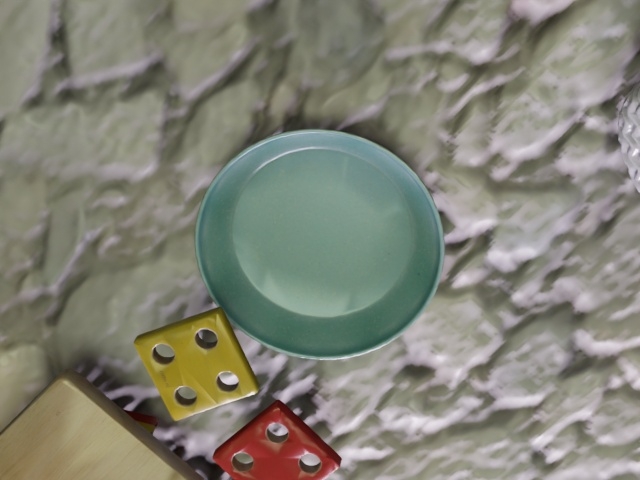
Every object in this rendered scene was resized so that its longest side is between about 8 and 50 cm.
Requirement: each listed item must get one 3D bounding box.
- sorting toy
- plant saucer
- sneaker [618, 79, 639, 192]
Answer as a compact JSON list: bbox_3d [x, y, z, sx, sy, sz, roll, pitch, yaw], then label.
[{"bbox_3d":[-0.114,0.136,0.692,0.132,0.046,0.274,42,111,-12],"label":"sorting toy"},{"bbox_3d":[0.000,0.000,0.635,0.119,0.021,0.119,2,113,5],"label":"plant saucer"},{"bbox_3d":[0.311,-0.077,0.516,0.365,0.210,0.137,-5,117,45],"label":"sneaker"}]
